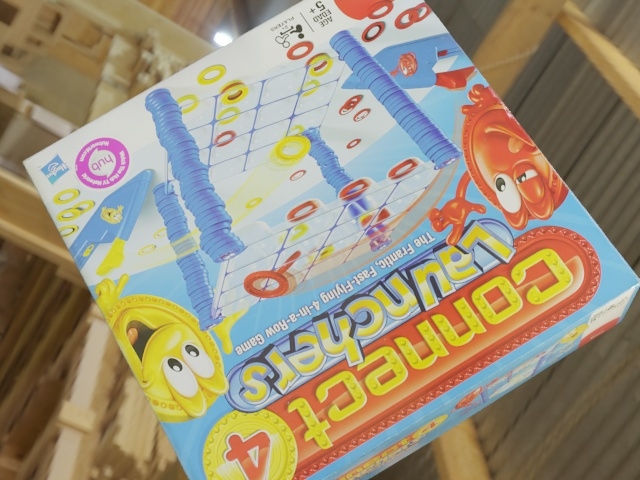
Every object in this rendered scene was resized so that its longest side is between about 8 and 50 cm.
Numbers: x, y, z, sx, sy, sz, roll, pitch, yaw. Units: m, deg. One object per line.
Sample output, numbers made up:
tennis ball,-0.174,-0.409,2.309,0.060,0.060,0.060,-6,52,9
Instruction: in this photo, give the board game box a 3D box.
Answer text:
board game box,0.000,0.000,0.703,0.308,0.302,0.086,-31,158,-5
